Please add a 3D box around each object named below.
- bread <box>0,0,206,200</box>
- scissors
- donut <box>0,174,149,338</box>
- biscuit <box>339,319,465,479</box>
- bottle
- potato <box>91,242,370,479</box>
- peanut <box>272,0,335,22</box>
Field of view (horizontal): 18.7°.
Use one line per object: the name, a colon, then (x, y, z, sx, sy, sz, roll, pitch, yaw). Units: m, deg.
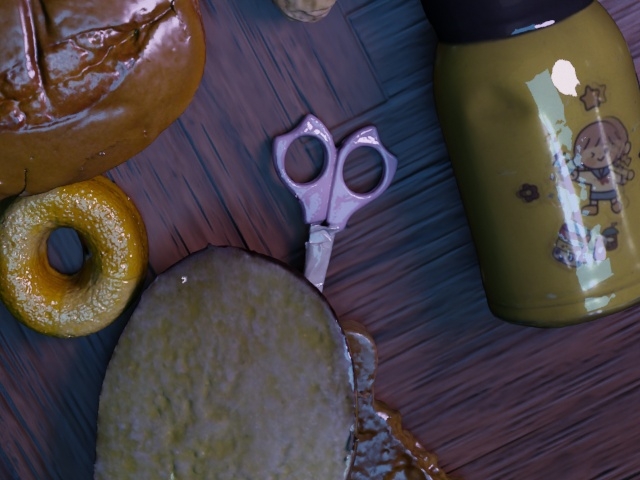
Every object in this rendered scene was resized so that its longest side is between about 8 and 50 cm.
bread: (-0.222, -0.145, 1.564, 0.270, 0.142, 0.195, -23, 106, 4)
scissors: (0.000, 0.000, 1.672, 0.110, 0.021, 0.212, 8, 98, -10)
donut: (-0.215, 0.015, 1.653, 0.152, 0.058, 0.152, -1, 103, -4)
biscuit: (0.039, 0.226, 1.736, 0.183, 0.047, 0.319, -17, 105, 1)
bottle: (0.179, -0.118, 1.585, 0.172, 0.171, 0.351, -16, 106, 0)
potato: (-0.060, 0.151, 1.651, 0.239, 0.116, 0.299, 19, 103, 26)
peanut: (-0.019, -0.264, 1.580, 0.080, 0.080, 0.174, -13, 104, -1)
